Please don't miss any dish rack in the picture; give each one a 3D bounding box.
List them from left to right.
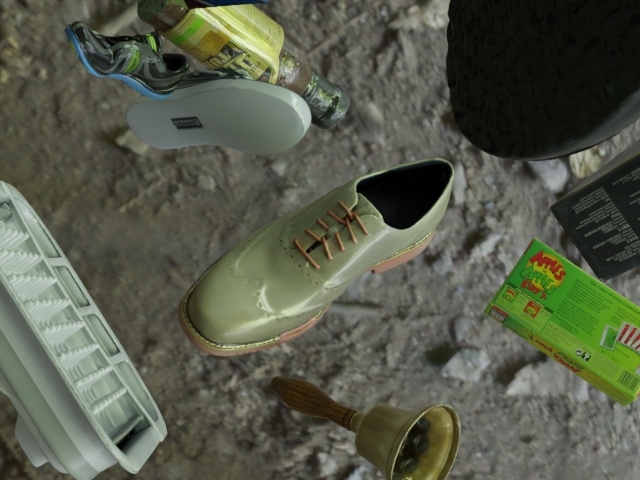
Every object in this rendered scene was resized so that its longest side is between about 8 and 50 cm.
[{"bbox_3d":[-0.244,0.077,0.990,0.072,0.333,0.286,-32,89,-4],"label":"dish rack"}]

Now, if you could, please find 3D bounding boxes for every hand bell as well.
[{"bbox_3d":[0.033,0.208,1.367,0.242,0.126,0.126,21,81,39],"label":"hand bell"}]

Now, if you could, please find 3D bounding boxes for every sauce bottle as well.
[{"bbox_3d":[-0.097,-0.269,1.643,0.111,0.344,0.111,-32,42,35],"label":"sauce bottle"}]

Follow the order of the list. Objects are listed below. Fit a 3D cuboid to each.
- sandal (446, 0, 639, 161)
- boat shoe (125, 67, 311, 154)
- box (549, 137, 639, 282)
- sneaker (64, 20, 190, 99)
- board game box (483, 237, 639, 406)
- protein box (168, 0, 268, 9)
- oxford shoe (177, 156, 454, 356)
[{"bbox_3d":[0.194,-0.218,0.543,0.168,0.107,0.446,59,135,42],"label":"sandal"},{"bbox_3d":[-0.122,-0.179,1.510,0.301,0.108,0.102,0,43,42],"label":"boat shoe"},{"bbox_3d":[0.409,-0.131,0.929,0.318,0.395,0.097,-32,87,-29],"label":"box"},{"bbox_3d":[-0.232,-0.229,1.396,0.078,0.188,0.067,-41,59,22],"label":"sneaker"},{"bbox_3d":[0.279,0.088,1.249,0.181,0.043,0.092,34,74,9],"label":"board game box"},{"bbox_3d":[-0.144,-0.352,1.112,0.136,0.199,0.201,7,85,47],"label":"protein box"},{"bbox_3d":[0.000,0.000,1.389,0.397,0.146,0.140,-33,75,-32],"label":"oxford shoe"}]
